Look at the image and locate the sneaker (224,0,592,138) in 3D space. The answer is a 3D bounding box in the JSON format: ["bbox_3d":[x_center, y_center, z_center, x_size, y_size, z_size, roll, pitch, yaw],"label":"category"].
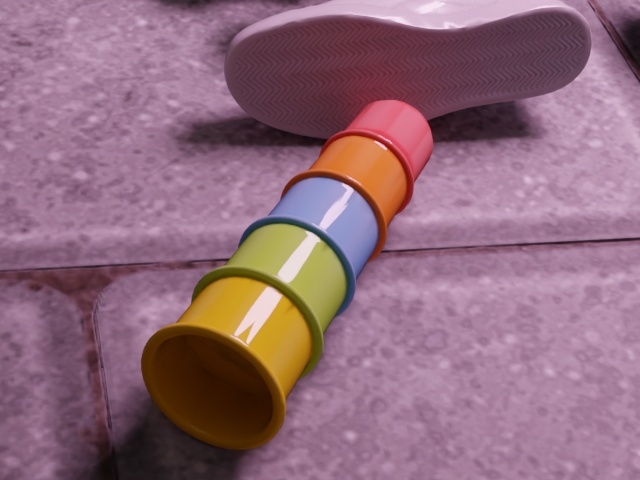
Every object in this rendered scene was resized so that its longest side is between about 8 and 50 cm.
[{"bbox_3d":[0.052,-0.169,1.142,0.293,0.108,0.169,-6,31,-14],"label":"sneaker"}]

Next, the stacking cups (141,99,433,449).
[{"bbox_3d":[0.000,0.000,0.930,0.096,0.096,0.316,22,43,14],"label":"stacking cups"}]
